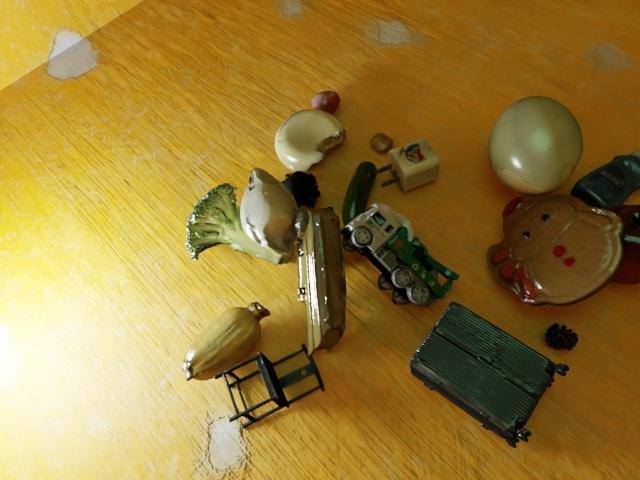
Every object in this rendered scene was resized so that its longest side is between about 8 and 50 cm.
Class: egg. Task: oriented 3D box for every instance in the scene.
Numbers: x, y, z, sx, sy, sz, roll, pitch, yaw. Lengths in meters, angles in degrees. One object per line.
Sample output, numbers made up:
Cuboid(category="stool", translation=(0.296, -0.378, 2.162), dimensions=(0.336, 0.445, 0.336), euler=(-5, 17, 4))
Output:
Cuboid(category="egg", translation=(0.684, -0.287, 1.520), dimensions=(0.278, 0.278, 0.336), euler=(7, 58, 12))

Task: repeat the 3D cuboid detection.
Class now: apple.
Cuboid(category="apple", translation=(0.885, 0.009, 1.355), dimensions=(0.233, 0.234, 0.234), euler=(-4, 60, 6))

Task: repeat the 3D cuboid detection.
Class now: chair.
Cuboid(category="chair", translation=(-0.138, 0.398, 1.329), dimensions=(0.260, 0.141, 0.155), euler=(-26, 60, -4))

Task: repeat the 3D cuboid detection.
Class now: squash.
Cuboid(category="squash", translation=(0.126, -0.142, 1.634), dimensions=(0.087, 0.087, 0.332), euler=(10, 64, 14))

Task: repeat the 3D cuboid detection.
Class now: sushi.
Cuboid(category="sushi", translation=(-0.077, -0.158, 1.633), dimensions=(0.153, 0.150, 0.172), euler=(22, 104, 8))

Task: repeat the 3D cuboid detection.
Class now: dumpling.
Cuboid(category="dumpling", translation=(-0.134, -0.088, 1.471), dimensions=(0.175, 0.226, 0.244), euler=(15, 92, 41))
Cuboid(category="dumpling", translation=(0.223, -0.010, 1.536), dimensions=(0.188, 0.108, 0.127), euler=(-32, 85, -26))

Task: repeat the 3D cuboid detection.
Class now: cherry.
Cuboid(category="cherry", translation=(0.018, -0.548, 1.881), dimensions=(0.106, 0.087, 0.126), euler=(24, 69, 16))

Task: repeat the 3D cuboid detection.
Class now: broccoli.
Cuboid(category="broccoli", translation=(-0.258, -0.045, 1.577), dimensions=(0.361, 0.221, 0.252), euler=(6, 67, 0))

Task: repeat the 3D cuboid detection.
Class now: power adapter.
Cuboid(category="power adapter", translation=(0.290, -0.248, 1.645), dimensions=(0.204, 0.125, 0.130), euler=(-23, 61, -6))

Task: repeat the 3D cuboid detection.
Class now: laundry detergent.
Cuboid(category="laundry detergent", translation=(0.962, -0.198, 1.536), dimensions=(0.289, 0.094, 0.143), euler=(-35, 58, -12))

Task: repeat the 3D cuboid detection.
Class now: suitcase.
Cuboid(category="suitcase", translation=(0.433, 0.344, 1.265), dimensions=(0.335, 0.152, 0.230), euler=(33, 68, 24))

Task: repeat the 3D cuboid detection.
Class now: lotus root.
Cuboid(category="lotus root", translation=(-0.280, 0.300, 1.408), dimensions=(0.303, 0.131, 0.146), euler=(-42, 86, -15))

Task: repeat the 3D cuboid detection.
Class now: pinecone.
Cuboid(category="pinecone", translation=(0.671, 0.268, 1.318), dimensions=(0.077, 0.083, 0.077), euler=(3, 84, -28))

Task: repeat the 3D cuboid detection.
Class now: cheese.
Cuboid(category="cheese", translation=(-0.036, -0.367, 1.762), dimensions=(0.233, 0.127, 0.266), euler=(35, 72, 24))

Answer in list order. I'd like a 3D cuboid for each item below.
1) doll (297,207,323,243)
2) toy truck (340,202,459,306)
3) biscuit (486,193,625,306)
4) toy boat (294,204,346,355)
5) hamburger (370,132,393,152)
Cuboid(category="doll", translation=(0.000, 0.000, 1.526), dimensions=(0.137, 0.097, 0.210), euler=(-15, 88, -15))
Cuboid(category="toy truck", translation=(0.229, 0.054, 1.406), dimensions=(0.363, 0.176, 0.178), euler=(43, 76, -1))
Cuboid(category="biscuit", translation=(0.659, 0.012, 1.372), dimensions=(0.359, 0.074, 0.381), euler=(-44, 46, 16))
Cuboid(category="toy boat", translation=(-0.012, 0.113, 1.409), dimensions=(0.135, 0.162, 0.446), euler=(2, 79, -38))
Cuboid(category="hamburger", translation=(0.229, -0.365, 1.770), dimensions=(0.083, 0.044, 0.076), euler=(39, 73, 23))
